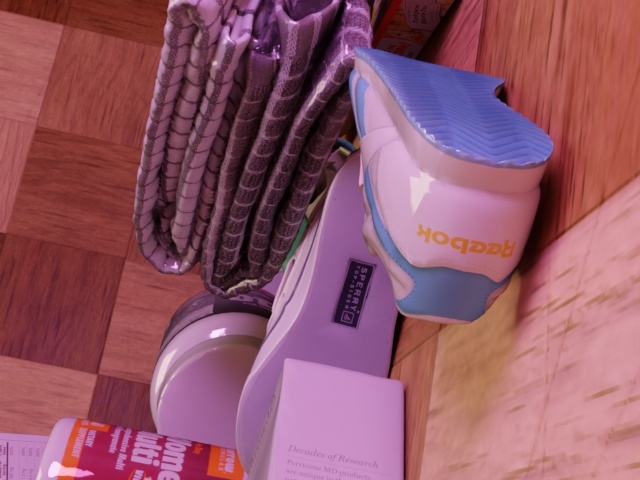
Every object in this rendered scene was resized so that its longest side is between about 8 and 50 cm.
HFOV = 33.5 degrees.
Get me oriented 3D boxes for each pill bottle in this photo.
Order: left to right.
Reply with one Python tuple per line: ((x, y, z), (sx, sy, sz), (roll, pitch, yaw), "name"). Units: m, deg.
((-0.106, 0.214, 0.815), (0.121, 0.221, 0.121), (-168, 90, -84), "pill bottle")
((-0.086, 0.141, 1.066), (0.283, 0.161, 0.161), (-129, 52, -81), "pill bottle")

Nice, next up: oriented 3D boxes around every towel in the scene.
((-0.028, -0.123, 0.765), (0.283, 0.121, 0.235), (113, 179, -50), "towel")

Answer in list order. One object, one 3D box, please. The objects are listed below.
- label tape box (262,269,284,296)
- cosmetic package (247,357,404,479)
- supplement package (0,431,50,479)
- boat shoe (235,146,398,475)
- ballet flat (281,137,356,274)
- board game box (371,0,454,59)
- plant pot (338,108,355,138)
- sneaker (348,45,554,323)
((-0.098, 0.153, 1.365), (0.249, 0.115, 0.347), (120, 160, -69), "label tape box")
((-0.006, 0.193, 0.606), (0.231, 0.086, 0.117), (-87, 12, -49), "cosmetic package")
((-0.297, 0.317, 0.930), (0.262, 0.145, 0.204), (-53, 37, 44), "supplement package")
((0.013, 0.052, 0.746), (0.084, 0.095, 0.258), (-87, 21, -76), "boat shoe")
((0.010, -0.028, 0.931), (0.087, 0.083, 0.247), (-59, 16, 24), "ballet flat")
((0.079, -0.231, 0.840), (0.193, 0.045, 0.146), (127, 154, -75), "board game box")
((0.042, -0.223, 1.217), (0.236, 0.032, 0.236), (-169, 90, -84), "plant pot")
((0.052, -0.040, 0.541), (0.228, 0.087, 0.092), (-89, 10, -68), "sneaker")
